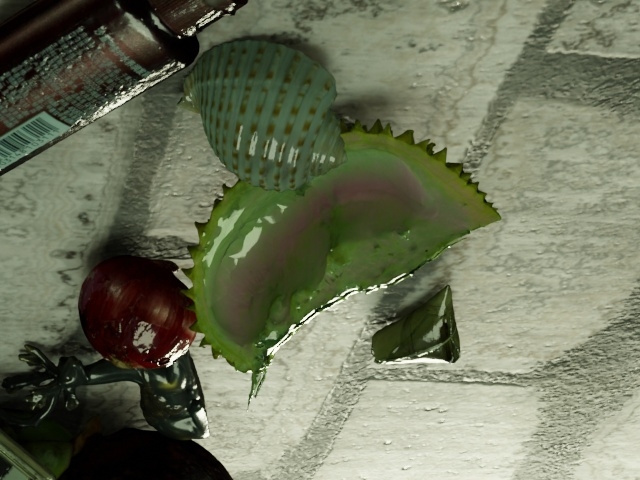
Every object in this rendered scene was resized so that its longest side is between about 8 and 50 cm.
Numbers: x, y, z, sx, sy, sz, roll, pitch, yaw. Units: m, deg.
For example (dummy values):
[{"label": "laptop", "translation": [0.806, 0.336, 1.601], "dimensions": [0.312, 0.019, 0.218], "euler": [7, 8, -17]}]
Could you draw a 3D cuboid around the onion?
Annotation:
[{"label": "onion", "translation": [-0.187, 0.073, 1.776], "dimensions": [0.131, 0.131, 0.131], "euler": [-6, 147, -4]}]

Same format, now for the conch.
[{"label": "conch", "translation": [-0.045, -0.108, 1.555], "dimensions": [0.153, 0.102, 0.135], "euler": [13, 125, -21]}]

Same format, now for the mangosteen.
[{"label": "mangosteen", "translation": [-0.252, 0.338, 2.067], "dimensions": [0.306, 0.359, 0.306], "euler": [-29, 172, -5]}]

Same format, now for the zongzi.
[{"label": "zongzi", "translation": [0.103, 0.094, 1.950], "dimensions": [0.104, 0.052, 0.113], "euler": [-6, 134, 7]}]

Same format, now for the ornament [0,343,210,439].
[{"label": "ornament", "translation": [-0.256, 0.179, 1.968], "dimensions": [0.236, 0.080, 0.202], "euler": [-11, 144, -1]}]

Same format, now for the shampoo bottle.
[{"label": "shampoo bottle", "translation": [-0.209, -0.158, 1.463], "dimensions": [0.323, 0.084, 0.129], "euler": [-28, 131, 25]}]

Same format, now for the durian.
[{"label": "durian", "translation": [0.000, 0.000, 1.667], "dimensions": [0.352, 0.169, 0.158], "euler": [-34, 137, 28]}]

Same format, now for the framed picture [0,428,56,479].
[{"label": "framed picture", "translation": [-0.472, 0.297, 1.925], "dimensions": [0.231, 0.018, 0.293], "euler": [40, 103, -3]}]
